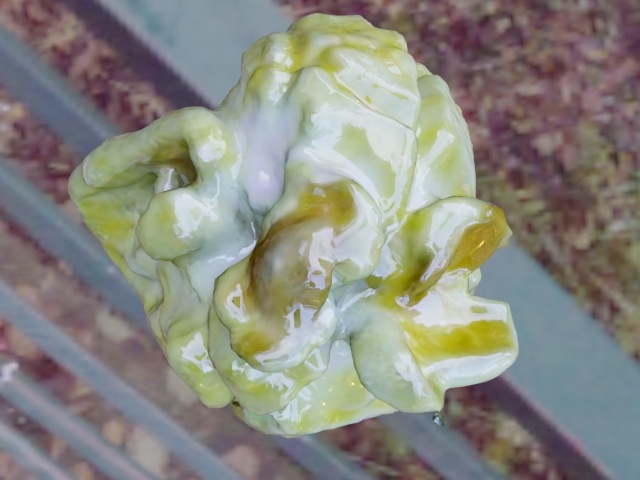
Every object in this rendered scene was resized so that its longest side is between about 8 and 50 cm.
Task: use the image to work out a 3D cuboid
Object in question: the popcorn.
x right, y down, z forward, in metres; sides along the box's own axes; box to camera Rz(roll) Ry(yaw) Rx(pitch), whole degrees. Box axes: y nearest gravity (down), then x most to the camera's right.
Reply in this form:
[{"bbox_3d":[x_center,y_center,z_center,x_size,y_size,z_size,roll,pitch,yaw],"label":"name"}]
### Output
[{"bbox_3d":[0.000,0.000,0.658,0.141,0.162,0.135,-66,152,-25],"label":"popcorn"}]
